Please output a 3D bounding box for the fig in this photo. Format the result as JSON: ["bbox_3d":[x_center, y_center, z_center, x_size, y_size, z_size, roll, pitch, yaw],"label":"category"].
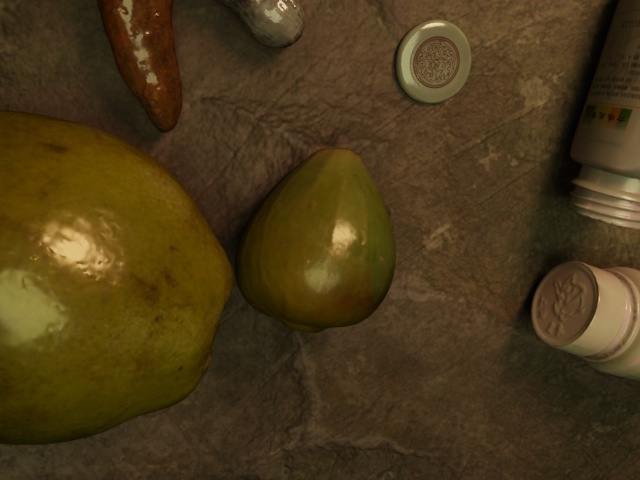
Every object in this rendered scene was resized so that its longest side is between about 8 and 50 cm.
[{"bbox_3d":[0.005,0.007,0.702,0.207,0.207,0.230,38,64,-20],"label":"fig"}]

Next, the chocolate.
[{"bbox_3d":[-0.087,-0.298,0.637,0.167,0.072,0.072,39,98,-21],"label":"chocolate"}]

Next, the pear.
[{"bbox_3d":[-0.306,0.040,0.581,0.413,0.352,0.352,21,104,-7],"label":"pear"}]

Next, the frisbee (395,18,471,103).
[{"bbox_3d":[0.155,-0.242,0.733,0.110,0.014,0.110,-4,109,-10],"label":"frisbee"}]

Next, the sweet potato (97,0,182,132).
[{"bbox_3d":[-0.204,-0.270,0.618,0.097,0.097,0.292,2,117,-12],"label":"sweet potato"}]

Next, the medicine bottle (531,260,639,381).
[{"bbox_3d":[0.494,0.132,0.845,0.292,0.170,0.170,17,104,-15],"label":"medicine bottle"}]

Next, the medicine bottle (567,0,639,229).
[{"bbox_3d":[0.436,-0.182,0.719,0.124,0.179,0.325,9,106,-14],"label":"medicine bottle"}]
